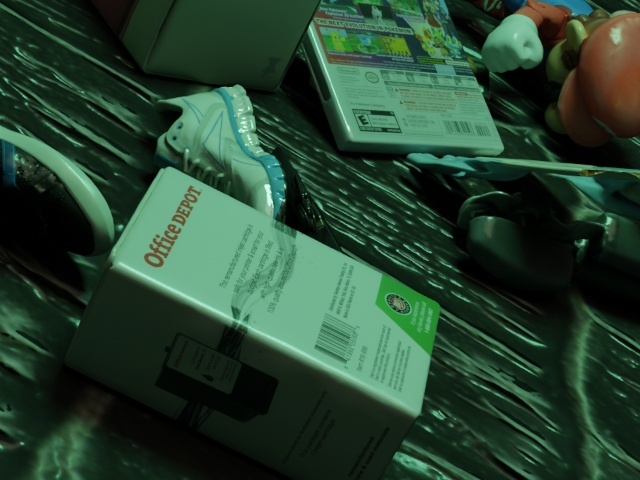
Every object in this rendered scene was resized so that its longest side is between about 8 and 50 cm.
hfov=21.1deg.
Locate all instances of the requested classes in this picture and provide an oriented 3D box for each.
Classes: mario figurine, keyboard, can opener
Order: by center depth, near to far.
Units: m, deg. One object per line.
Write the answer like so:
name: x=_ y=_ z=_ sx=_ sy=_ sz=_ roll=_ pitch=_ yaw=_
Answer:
keyboard: x=0.000 y=0.000 z=1.257 sx=0.108 sy=0.023 sz=0.180 roll=58 pitch=1 yaw=-43
can opener: x=0.239 y=0.024 z=1.455 sx=0.280 sy=0.074 sz=0.093 roll=16 pitch=63 yaw=-19
mario figurine: x=0.237 y=-0.188 z=1.780 sx=0.198 sy=0.170 sz=0.320 roll=-13 pitch=36 yaw=-14

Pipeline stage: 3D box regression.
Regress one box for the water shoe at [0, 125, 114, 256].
water shoe: x=-0.230 y=-0.038 z=1.122 sx=0.203 sy=0.073 sz=0.080 roll=34 pitch=54 yaw=10

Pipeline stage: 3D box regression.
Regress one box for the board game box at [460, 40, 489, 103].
board game box: x=0.082 y=-0.194 z=1.716 sx=0.186 sy=0.026 sz=0.126 roll=25 pitch=26 yaw=-6

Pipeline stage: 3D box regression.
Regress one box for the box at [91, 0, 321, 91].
box: x=-0.121 y=-0.252 z=1.514 sx=0.148 sy=0.127 sz=0.232 roll=4 pitch=35 yaw=-40

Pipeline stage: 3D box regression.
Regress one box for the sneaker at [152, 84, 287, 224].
sneaker: x=-0.080 y=-0.049 z=1.281 sx=0.083 sy=0.071 sz=0.191 roll=-1 pitch=34 yaw=-21

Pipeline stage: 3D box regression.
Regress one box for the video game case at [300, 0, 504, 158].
video game case: x=0.065 y=-0.160 z=1.567 sx=0.201 sy=0.023 sz=0.183 roll=0 pitch=62 yaw=-42

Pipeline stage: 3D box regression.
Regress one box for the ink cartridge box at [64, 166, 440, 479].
ink cartridge box: x=-0.039 y=0.058 z=1.089 sx=0.208 sy=0.087 sz=0.153 roll=28 pitch=27 yaw=-3

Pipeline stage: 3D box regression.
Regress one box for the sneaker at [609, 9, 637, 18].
sneaker: x=0.369 y=-0.231 z=2.025 sx=0.070 sy=0.051 sz=0.134 roll=8 pitch=37 yaw=-44

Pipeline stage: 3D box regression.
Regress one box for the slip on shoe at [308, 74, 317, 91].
slip on shoe: x=0.040 y=-0.157 z=1.593 sx=0.051 sy=0.041 sz=0.135 roll=43 pitch=30 yaw=27

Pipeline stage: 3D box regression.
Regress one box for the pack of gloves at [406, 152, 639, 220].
pack of gloves: x=0.200 y=-0.045 z=1.481 sx=0.195 sy=0.046 sz=0.232 roll=0 pitch=6 yaw=-40

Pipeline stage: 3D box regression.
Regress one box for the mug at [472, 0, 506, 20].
mug: x=0.253 y=-0.332 z=1.962 sx=0.150 sy=0.169 sz=0.113 roll=30 pitch=26 yaw=3
